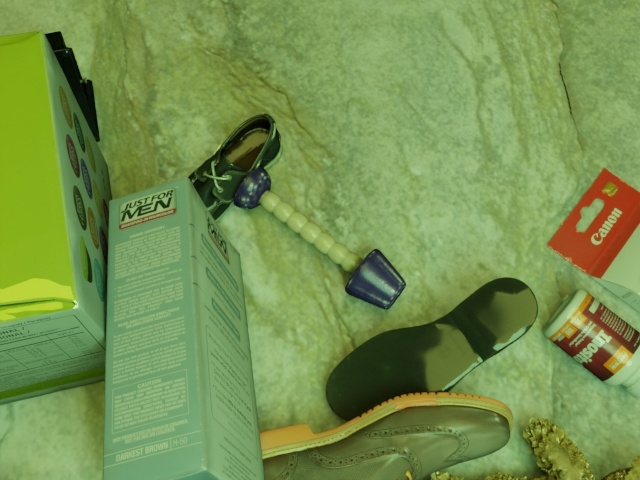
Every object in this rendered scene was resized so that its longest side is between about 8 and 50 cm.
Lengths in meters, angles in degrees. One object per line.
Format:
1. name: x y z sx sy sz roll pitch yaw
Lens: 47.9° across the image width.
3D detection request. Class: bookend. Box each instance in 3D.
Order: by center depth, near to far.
1. bookend: -0.380 -0.241 1.040 0.072 0.156 0.157 -14 47 -10

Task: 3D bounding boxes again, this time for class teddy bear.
1. teddy bear: 0.285 0.361 0.908 0.337 0.113 0.245 -25 65 -5

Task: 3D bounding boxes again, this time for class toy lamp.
1. toy lamp: 0.000 0.000 1.035 0.274 0.080 0.080 35 70 11

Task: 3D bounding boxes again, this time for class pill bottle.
1. pill bottle: 0.394 0.144 0.998 0.152 0.086 0.086 39 71 12

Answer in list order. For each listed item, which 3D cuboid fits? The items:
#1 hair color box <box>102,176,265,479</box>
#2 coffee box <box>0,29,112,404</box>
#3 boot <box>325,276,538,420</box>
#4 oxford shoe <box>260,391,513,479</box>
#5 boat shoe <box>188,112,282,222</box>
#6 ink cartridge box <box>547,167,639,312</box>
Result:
1. hair color box: -0.161 0.130 0.856 0.113 0.185 0.375 -16 53 7
2. coffee box: -0.437 0.007 0.866 0.337 0.334 0.338 -12 69 -8
3. boot: 0.153 0.159 0.977 0.305 0.115 0.112 -29 72 6
4. oxford shoe: 0.068 0.287 0.876 0.363 0.130 0.133 -16 40 2
5. boat shoe: -0.150 -0.097 1.065 0.084 0.079 0.233 41 73 10
6. ink cartridge box: 0.486 0.005 1.079 0.224 0.056 0.181 39 71 9
